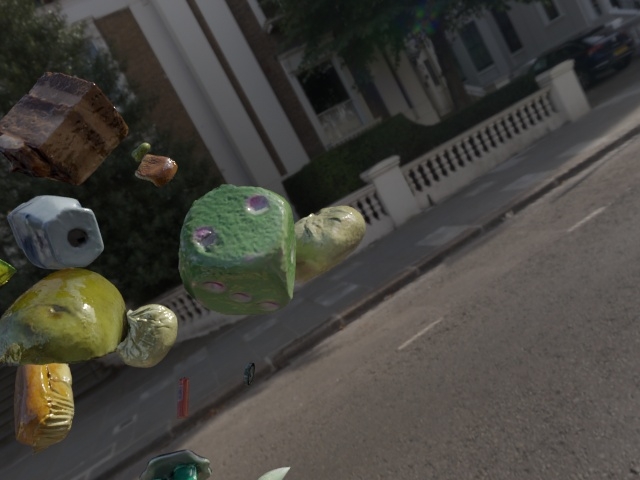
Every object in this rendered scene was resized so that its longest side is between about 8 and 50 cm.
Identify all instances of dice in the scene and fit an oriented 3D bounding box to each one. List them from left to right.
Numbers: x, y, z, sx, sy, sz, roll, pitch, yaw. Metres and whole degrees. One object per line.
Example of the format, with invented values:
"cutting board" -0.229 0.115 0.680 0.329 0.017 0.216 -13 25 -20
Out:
"dice" -0.250 0.040 1.607 0.331 0.318 0.322 0 -34 1

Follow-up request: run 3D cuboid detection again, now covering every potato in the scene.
"potato" -0.648 0.186 1.288 0.331 0.212 0.280 -2 3 -28

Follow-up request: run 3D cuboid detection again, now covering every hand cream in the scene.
"hand cream" -0.128 0.614 1.299 0.078 0.049 0.205 -24 -14 0

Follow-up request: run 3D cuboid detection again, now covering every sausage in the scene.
"sausage" -0.421 0.478 1.560 0.034 0.129 0.034 -6 -34 -4

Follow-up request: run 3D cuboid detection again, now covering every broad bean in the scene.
"broad bean" -0.673 -0.332 1.909 0.083 0.045 0.063 -43 4 14

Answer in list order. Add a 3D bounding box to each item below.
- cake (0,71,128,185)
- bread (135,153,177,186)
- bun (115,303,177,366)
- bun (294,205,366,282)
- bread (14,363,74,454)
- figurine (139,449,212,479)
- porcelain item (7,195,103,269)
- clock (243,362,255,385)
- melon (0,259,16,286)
"cake" -0.671 -0.261 1.308 0.292 0.196 0.198 -62 -20 -23
"bread" -0.571 -0.252 1.765 0.044 0.126 0.129 108 178 -54
"bun" -0.606 0.320 1.735 0.230 0.145 0.229 -23 48 28
"bun" 0.000 0.000 1.908 0.361 0.213 0.361 -35 1 1
"bread" -1.034 0.572 1.874 0.389 0.183 0.236 38 98 45
"figurine" -0.372 0.729 1.266 0.324 0.231 0.340 -34 36 11
"porcelain item" -0.866 -0.029 1.650 0.406 0.242 0.179 9 26 44
"clock" -0.259 0.486 1.851 0.017 0.085 0.085 8 14 9
"melon" -1.248 0.149 1.786 0.129 0.169 0.265 -11 34 43
